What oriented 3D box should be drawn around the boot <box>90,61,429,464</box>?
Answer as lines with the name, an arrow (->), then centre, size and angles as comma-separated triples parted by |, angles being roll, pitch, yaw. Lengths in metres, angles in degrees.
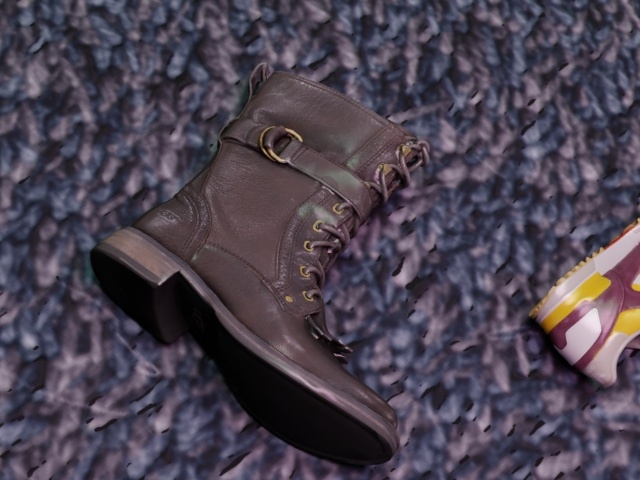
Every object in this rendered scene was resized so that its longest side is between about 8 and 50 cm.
boot -> 0.000, 0.000, 0.889 | 0.263, 0.091, 0.229 | 37, 61, 16

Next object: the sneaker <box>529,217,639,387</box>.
sneaker -> 0.235, 0.030, 0.929 | 0.185, 0.069, 0.084 | -35, 78, -19
